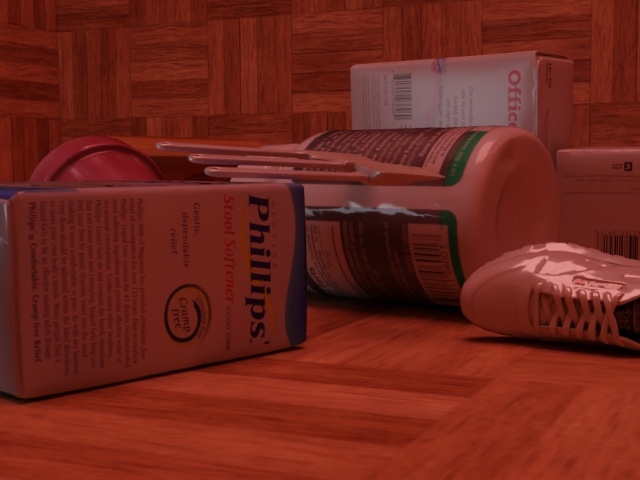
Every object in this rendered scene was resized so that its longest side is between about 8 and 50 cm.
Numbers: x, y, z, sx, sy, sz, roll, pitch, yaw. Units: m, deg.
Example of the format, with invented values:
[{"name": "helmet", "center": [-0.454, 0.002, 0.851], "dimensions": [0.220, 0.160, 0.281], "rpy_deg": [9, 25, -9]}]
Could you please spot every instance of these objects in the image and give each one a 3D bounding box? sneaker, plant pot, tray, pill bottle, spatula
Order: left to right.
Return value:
[{"name": "plant pot", "center": [-0.276, -0.025, 1.338], "dimensions": [0.201, 0.201, 0.180], "rpy_deg": [-4, 22, -36]}, {"name": "tray", "center": [-0.231, -0.070, 1.644], "dimensions": [0.076, 0.203, 0.411], "rpy_deg": [35, 21, 23]}, {"name": "spatula", "center": [-0.020, -0.076, 0.943], "dimensions": [0.242, 0.019, 0.168], "rpy_deg": [1, 15, -29]}, {"name": "pill bottle", "center": [0.074, -0.030, 1.153], "dimensions": [0.361, 0.204, 0.204], "rpy_deg": [4, 6, 39]}, {"name": "sneaker", "center": [0.237, 0.055, 0.863], "dimensions": [0.235, 0.090, 0.095], "rpy_deg": [-1, 14, 16]}]

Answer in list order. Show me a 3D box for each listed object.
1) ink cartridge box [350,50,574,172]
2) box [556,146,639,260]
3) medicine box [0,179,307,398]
[{"name": "ink cartridge box", "center": [0.202, -0.152, 1.442], "dimensions": [0.306, 0.226, 0.131], "rpy_deg": [4, 9, 36]}, {"name": "box", "center": [0.406, -0.032, 1.290], "dimensions": [0.181, 0.182, 0.119], "rpy_deg": [1, 5, 23]}, {"name": "medicine box", "center": [-0.201, 0.023, 0.858], "dimensions": [0.263, 0.149, 0.289], "rpy_deg": [4, 7, 43]}]
